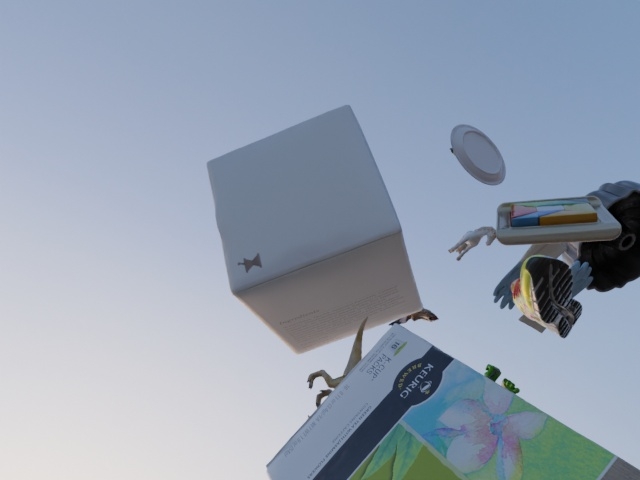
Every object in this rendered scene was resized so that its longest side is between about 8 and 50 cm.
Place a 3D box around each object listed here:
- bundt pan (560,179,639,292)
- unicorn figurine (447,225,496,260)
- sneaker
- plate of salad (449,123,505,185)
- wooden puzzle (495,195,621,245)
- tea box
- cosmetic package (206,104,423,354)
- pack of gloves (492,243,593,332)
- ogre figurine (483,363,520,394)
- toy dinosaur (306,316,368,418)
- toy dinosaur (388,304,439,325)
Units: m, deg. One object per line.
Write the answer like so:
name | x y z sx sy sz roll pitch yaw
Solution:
bundt pan | 0.807 -0.023 1.486 0.331 0.124 0.330 -10 -59 -16
unicorn figurine | 0.367 0.003 1.291 0.111 0.162 0.060 -42 -78 6
sneaker | 0.326 0.080 0.811 0.081 0.094 0.208 -50 -44 -8
plate of salad | 0.429 -0.232 1.469 0.200 0.199 0.048 26 -37 -18
wooden puzzle | 0.481 -0.052 1.111 0.221 0.238 0.044 -3 -72 19
tea box | 0.171 0.299 0.489 0.220 0.324 0.329 -46 -67 -10
cosmetic package | 0.000 0.000 1.159 0.328 0.329 0.393 -21 -31 6
pack of gloves | 0.577 0.123 1.377 0.195 0.046 0.232 30 -69 -9
ogre figurine | 0.378 0.374 1.144 0.118 0.097 0.197 -38 -52 -14
toy dinosaur | 0.034 0.194 0.695 0.093 0.183 0.053 -10 -43 13
toy dinosaur | 0.185 0.134 1.521 0.127 0.295 0.200 -40 -39 8
